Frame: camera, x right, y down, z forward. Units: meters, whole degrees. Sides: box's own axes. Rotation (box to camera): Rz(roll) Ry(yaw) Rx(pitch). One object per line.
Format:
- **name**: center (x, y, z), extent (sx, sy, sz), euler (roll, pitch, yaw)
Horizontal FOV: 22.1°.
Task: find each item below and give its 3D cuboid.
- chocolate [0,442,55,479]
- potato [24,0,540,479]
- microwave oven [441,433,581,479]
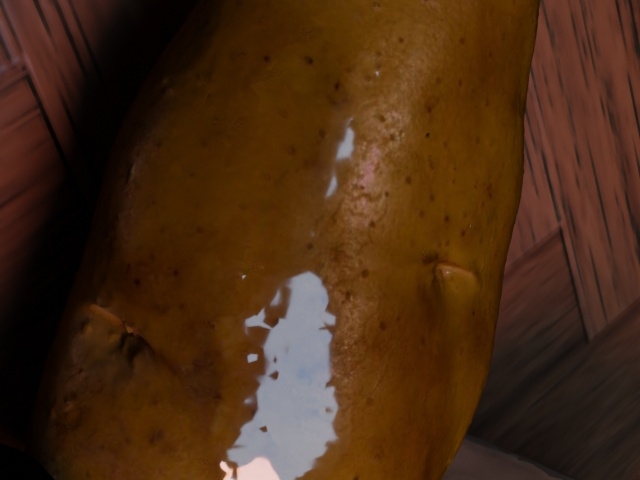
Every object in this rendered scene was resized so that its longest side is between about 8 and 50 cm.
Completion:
- **chocolate**: center (-0.172, 0.190, 0.610), extent (0.177, 0.224, 0.206), euler (102, 3, -60)
- **potato**: center (0.000, 0.000, 0.678), extent (0.195, 0.176, 0.369), euler (19, 90, -16)
- **microwave oven**: center (0.110, 0.272, 0.825), extent (0.181, 0.237, 0.295), euler (29, 82, -45)
